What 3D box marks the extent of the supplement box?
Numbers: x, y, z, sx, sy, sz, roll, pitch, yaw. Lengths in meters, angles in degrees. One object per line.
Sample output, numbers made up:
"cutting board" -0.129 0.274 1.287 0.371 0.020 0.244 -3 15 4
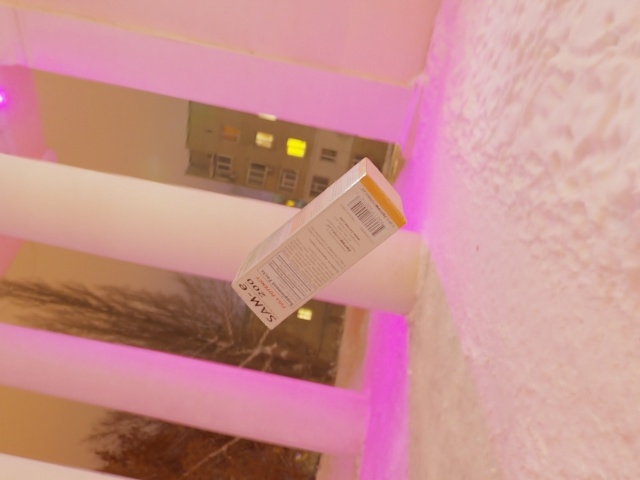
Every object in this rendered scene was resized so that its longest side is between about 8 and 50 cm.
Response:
"supplement box" 0.000 0.000 0.389 0.098 0.036 0.062 -39 10 13
